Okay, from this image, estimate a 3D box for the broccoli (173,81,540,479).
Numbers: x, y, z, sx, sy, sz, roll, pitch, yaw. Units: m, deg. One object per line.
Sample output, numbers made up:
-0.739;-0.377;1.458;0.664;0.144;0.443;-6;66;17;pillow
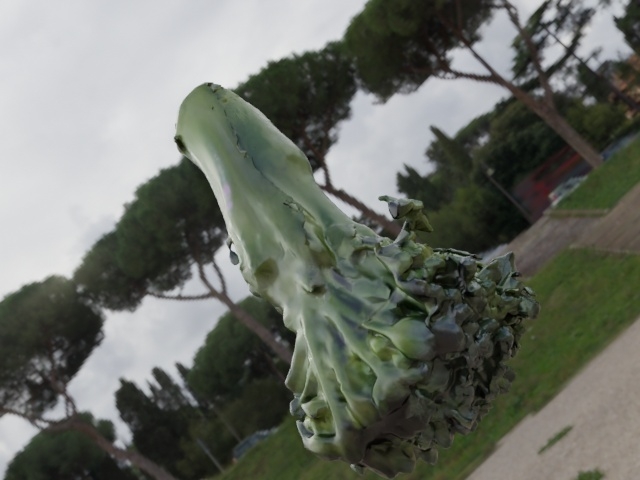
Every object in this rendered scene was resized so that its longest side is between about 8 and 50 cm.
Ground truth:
0.000;0.004;0.546;0.165;0.304;0.145;-51;-25;19;broccoli
